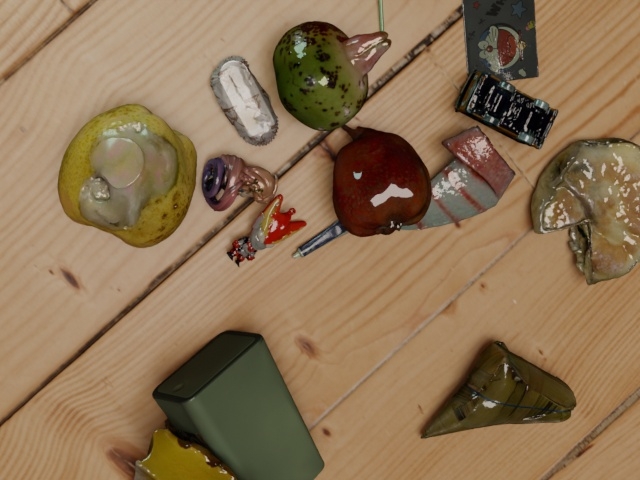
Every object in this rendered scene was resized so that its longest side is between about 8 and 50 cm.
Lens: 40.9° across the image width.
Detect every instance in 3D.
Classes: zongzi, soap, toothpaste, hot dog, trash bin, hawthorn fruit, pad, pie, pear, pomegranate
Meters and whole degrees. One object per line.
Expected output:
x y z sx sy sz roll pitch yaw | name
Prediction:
0.411 0.401 1.965 0.260 0.123 0.289 30 103 -19 | zongzi
-0.263 0.519 1.717 0.259 0.281 0.143 37 60 8 | soap
0.000 0.000 1.837 0.139 0.021 0.037 -32 105 -6 | toothpaste
-0.150 -0.278 1.733 0.099 0.053 0.192 -33 109 -3 | hot dog
-0.155 0.391 1.777 0.223 0.158 0.344 -39 110 -33 | trash bin
0.110 -0.134 1.753 0.208 0.208 0.248 -20 81 -8 | hawthorn fruit
0.384 -0.463 1.837 0.170 0.006 0.246 -9 103 -10 | pad
0.635 -0.073 1.936 0.337 0.075 0.338 -2 97 -15 | pie
-0.361 -0.123 1.632 0.271 0.271 0.271 -2 102 -12 | pear
0.028 -0.338 1.663 0.247 0.214 0.214 -27 108 27 | pomegranate

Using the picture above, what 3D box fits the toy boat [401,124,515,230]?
0.273 -0.100 1.853 0.282 0.096 0.206 -40 121 7 | toy boat

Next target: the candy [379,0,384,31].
0.122 -0.520 1.751 0.058 0.062 0.194 -31 124 -51 | candy

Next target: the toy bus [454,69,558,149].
0.387 -0.280 1.817 0.200 0.114 0.098 22 96 -21 | toy bus

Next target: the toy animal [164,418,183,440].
-0.264 0.463 1.851 0.086 0.069 0.220 -17 101 10 | toy animal

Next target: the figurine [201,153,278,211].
-0.160 -0.120 1.731 0.156 0.126 0.114 -4 134 -11 | figurine

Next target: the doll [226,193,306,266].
-0.119 -0.014 1.790 0.169 0.057 0.109 -36 133 7 | doll
